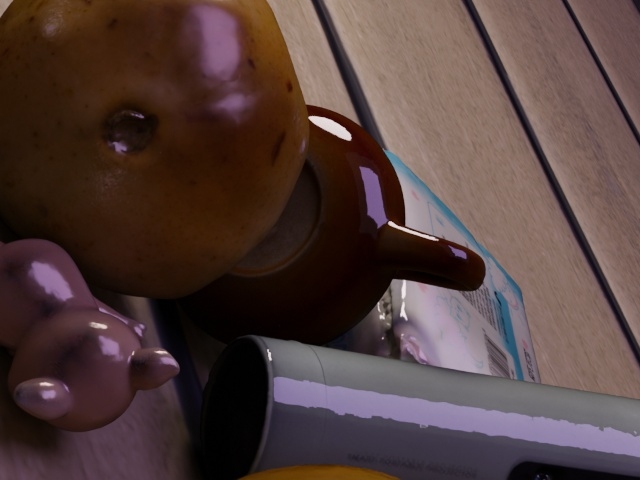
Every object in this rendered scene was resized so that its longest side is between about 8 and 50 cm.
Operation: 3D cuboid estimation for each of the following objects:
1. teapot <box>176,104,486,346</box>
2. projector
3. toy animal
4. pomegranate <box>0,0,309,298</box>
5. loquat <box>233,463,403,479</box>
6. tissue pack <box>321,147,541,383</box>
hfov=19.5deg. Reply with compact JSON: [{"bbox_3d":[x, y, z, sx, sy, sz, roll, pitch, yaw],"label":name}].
[{"bbox_3d":[0.000,0.000,1.300,0.252,0.178,0.135,12,-8,23],"label":"teapot"},{"bbox_3d":[0.092,0.138,1.230,0.337,0.108,0.108,11,40,-25],"label":"projector"},{"bbox_3d":[-0.156,0.053,1.069,0.150,0.083,0.089,43,-5,26],"label":"toy animal"},{"bbox_3d":[-0.115,-0.080,1.177,0.233,0.233,0.233,42,23,-23],"label":"pomegranate"},{"bbox_3d":[0.000,0.237,0.856,0.263,0.263,0.263,42,23,-23],"label":"loquat"},{"bbox_3d":[0.076,0.083,1.425,0.201,0.124,0.271,41,22,-25],"label":"tissue pack"}]
